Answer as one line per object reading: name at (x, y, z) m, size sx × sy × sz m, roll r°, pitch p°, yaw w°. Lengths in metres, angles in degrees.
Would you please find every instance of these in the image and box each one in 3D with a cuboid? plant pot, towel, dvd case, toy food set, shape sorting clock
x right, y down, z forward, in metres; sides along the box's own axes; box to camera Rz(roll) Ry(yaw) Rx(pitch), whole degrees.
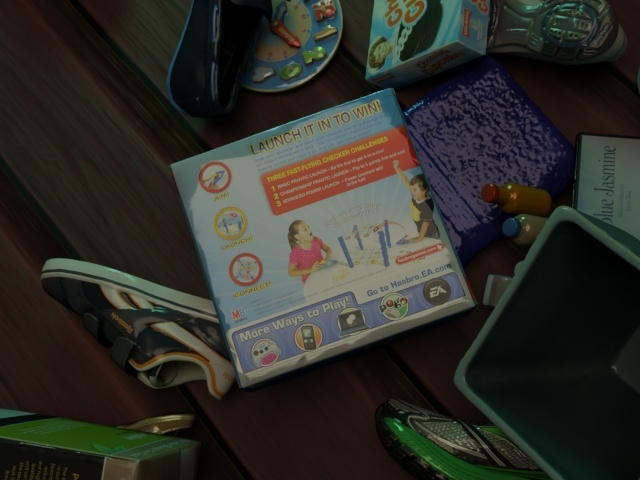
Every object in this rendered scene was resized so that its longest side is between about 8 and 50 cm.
plant pot at (0.357, 0.138, 1.064) m, size 0.248 × 0.252 × 0.247 m, roll 44°, pitch 115°, yaw 38°
towel at (0.176, -0.085, 1.297) m, size 0.308 × 0.076 × 0.228 m, roll -36°, pitch 78°, yaw -2°
dvd case at (0.443, -0.058, 1.178) m, size 0.253 × 0.022 × 0.180 m, roll 6°, pitch 53°, yaw 13°
toy food set at (0.246, 0.047, 1.180) m, size 0.111 × 0.104 × 0.232 m, roll 18°, pitch 98°, yaw 53°
shape sorting clock at (-0.066, -0.319, 1.422) m, size 0.206 × 0.040 × 0.206 m, roll -3°, pitch 73°, yaw 9°

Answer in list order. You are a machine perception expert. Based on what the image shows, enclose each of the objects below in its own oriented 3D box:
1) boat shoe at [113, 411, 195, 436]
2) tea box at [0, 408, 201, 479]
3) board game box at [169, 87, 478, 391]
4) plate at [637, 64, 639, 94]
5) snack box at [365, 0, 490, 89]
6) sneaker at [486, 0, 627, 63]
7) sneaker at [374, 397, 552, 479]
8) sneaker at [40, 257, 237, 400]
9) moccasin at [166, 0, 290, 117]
boat shoe at (-0.238, 0.265, 1.274) m, size 0.153 × 0.056 × 0.048 m, roll -15°, pitch 81°, yaw 7°
tea box at (-0.346, 0.392, 1.143) m, size 0.323 × 0.220 × 0.329 m, roll 7°, pitch 85°, yaw 13°
board game box at (0.000, 0.000, 1.207) m, size 0.308 × 0.086 × 0.302 m, roll -19°, pitch 77°, yaw -1°
plate at (0.520, -0.235, 1.265) m, size 0.188 × 0.024 × 0.188 m, roll -14°, pitch 57°, yaw 23°
snack box at (0.159, -0.388, 1.336) m, size 0.187 × 0.060 × 0.322 m, roll -13°, pitch 65°, yaw 51°
sneaker at (0.286, -0.292, 1.316) m, size 0.297 × 0.129 × 0.111 m, roll 26°, pitch 99°, yaw 36°
sneaker at (0.231, 0.266, 1.162) m, size 0.343 × 0.134 × 0.146 m, roll 19°, pitch 71°, yaw 6°
sneaker at (-0.251, 0.121, 1.280) m, size 0.321 × 0.126 × 0.127 m, roll 16°, pitch 71°, yaw 13°
moccasin at (-0.110, -0.335, 1.357) m, size 0.116 × 0.137 × 0.342 m, roll 19°, pitch 97°, yaw 39°
